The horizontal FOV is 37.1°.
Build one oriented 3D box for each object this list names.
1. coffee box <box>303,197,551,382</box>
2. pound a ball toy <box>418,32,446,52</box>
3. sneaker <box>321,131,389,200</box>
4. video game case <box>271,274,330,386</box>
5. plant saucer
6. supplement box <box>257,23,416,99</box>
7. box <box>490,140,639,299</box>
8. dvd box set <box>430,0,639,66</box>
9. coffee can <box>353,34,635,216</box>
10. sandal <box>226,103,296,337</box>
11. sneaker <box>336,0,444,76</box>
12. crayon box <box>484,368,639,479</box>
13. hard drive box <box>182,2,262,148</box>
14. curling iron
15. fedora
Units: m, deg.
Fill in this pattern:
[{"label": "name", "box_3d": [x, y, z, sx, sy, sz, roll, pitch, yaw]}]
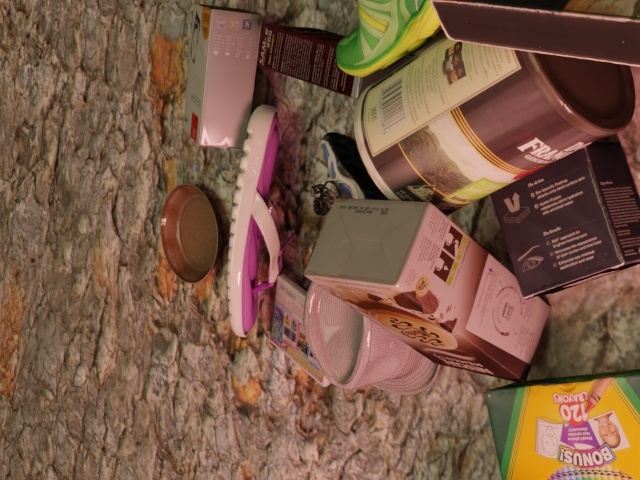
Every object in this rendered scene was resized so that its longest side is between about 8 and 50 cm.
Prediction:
[{"label": "coffee box", "box_3d": [0.147, 0.067, 1.251, 0.168, 0.297, 0.119, 5, 66, 48]}, {"label": "pound a ball toy", "box_3d": [0.092, -0.383, 1.257, 0.208, 0.135, 0.319, 45, 171, 34]}, {"label": "sneaker", "box_3d": [0.049, -0.079, 1.513, 0.081, 0.080, 0.211, -44, 62, 40]}, {"label": "video game case", "box_3d": [-0.029, 0.155, 1.659, 0.157, 0.019, 0.143, 34, 129, 40]}, {"label": "plant saucer", "box_3d": [-0.248, -0.014, 1.887, 0.198, 0.036, 0.199, 7, 99, 48]}, {"label": "supplement box", "box_3d": [0.027, -0.277, 1.477, 0.239, 0.130, 0.073, 26, 113, 43]}, {"label": "box", "box_3d": [0.318, -0.025, 1.208, 0.156, 0.093, 0.158, -26, 76, 46]}, {"label": "dvd box set", "box_3d": [0.348, -0.345, 0.949, 0.420, 0.062, 0.307, -49, 41, -16]}, {"label": "coffee can", "box_3d": [0.204, -0.166, 1.153, 0.275, 0.201, 0.202, -28, 74, 45]}, {"label": "sandal", "box_3d": [-0.095, -0.024, 1.658, 0.102, 0.169, 0.416, 8, 103, 7]}, {"label": "sneaker", "box_3d": [0.094, -0.290, 1.157, 0.123, 0.109, 0.295, 58, 156, -3]}, {"label": "crayon box", "box_3d": [0.352, 0.254, 1.212, 0.278, 0.081, 0.165, -18, 81, 48]}, {"label": "hard drive box", "box_3d": [-0.177, -0.293, 1.688, 0.181, 0.089, 0.232, -137, 52, -67]}, {"label": "curling iron", "box_3d": [0.000, 0.000, 1.563, 0.068, 0.035, 0.274, 58, 153, 30]}, {"label": "fedora", "box_3d": [0.060, 0.129, 1.451, 0.243, 0.124, 0.275, 22, 120, 36]}]
